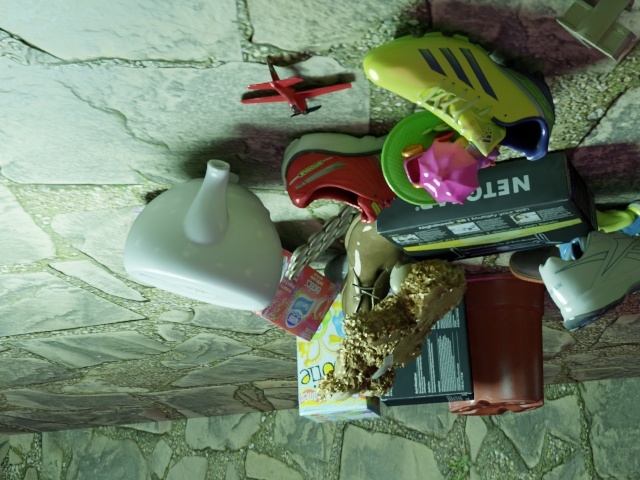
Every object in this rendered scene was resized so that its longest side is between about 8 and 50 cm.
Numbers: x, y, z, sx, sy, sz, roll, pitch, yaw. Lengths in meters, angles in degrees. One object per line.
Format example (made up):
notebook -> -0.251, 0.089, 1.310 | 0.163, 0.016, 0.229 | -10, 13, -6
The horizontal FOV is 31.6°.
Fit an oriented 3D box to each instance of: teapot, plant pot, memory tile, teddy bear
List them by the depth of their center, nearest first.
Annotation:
teapot -> -0.160, -0.011, 1.678 | 0.256, 0.187, 0.252 | 3, 163, 45
memory tile -> 0.000, 0.000, 1.864 | 0.148, 0.012, 0.113 | -43, 167, -20
teddy bear -> 0.112, 0.153, 1.947 | 0.245, 0.113, 0.338 | -12, 141, -35
plant pot -> 0.365, 0.232, 2.431 | 0.272, 0.265, 0.272 | -3, 163, -1

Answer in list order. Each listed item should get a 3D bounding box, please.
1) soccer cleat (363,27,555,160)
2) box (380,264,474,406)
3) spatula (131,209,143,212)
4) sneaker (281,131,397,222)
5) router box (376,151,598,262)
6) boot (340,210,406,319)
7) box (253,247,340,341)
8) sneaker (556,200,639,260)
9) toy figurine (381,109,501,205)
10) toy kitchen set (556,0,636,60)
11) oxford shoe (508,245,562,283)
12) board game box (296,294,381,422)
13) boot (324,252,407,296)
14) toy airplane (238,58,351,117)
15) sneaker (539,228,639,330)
soccer cleat -> 0.174, -0.165, 1.332 | 0.289, 0.121, 0.093 | 11, 159, -38
box -> 0.207, 0.194, 2.280 | 0.184, 0.261, 0.103 | -5, 163, 8
spatula -> -0.225, -0.024, 1.886 | 0.084, 0.030, 0.296 | -6, 163, 14
sneaker -> 0.084, -0.082, 1.595 | 0.279, 0.118, 0.107 | -1, 164, -6
router box -> 0.270, -0.043, 1.819 | 0.309, 0.081, 0.243 | -10, 163, 21
boot -> 0.091, 0.065, 1.982 | 0.112, 0.115, 0.305 | 6, 140, -2
box -> -0.079, 0.081, 2.023 | 0.128, 0.123, 0.257 | 29, 176, 24
sneaker -> 0.518, 0.003, 1.940 | 0.240, 0.126, 0.091 | -6, 163, 11
toy figurine -> 0.177, -0.102, 1.449 | 0.173, 0.130, 0.159 | -22, -164, -4
toy kitchen set -> 0.319, -0.236, 1.229 | 0.068, 0.083, 0.075 | -54, 145, 12
oxford shoe -> 0.474, 0.008, 2.044 | 0.271, 0.097, 0.098 | -12, 145, 6
board game box -> 0.035, 0.227, 2.335 | 0.142, 0.275, 0.144 | -7, 163, 13
boot -> 0.144, 0.074, 2.150 | 0.258, 0.095, 0.123 | 10, 159, -23
toy airplane -> -0.038, -0.183, 1.397 | 0.151, 0.028, 0.151 | -2, 164, 0
sneaker -> 0.477, 0.030, 1.812 | 0.297, 0.129, 0.111 | -24, 164, -33
